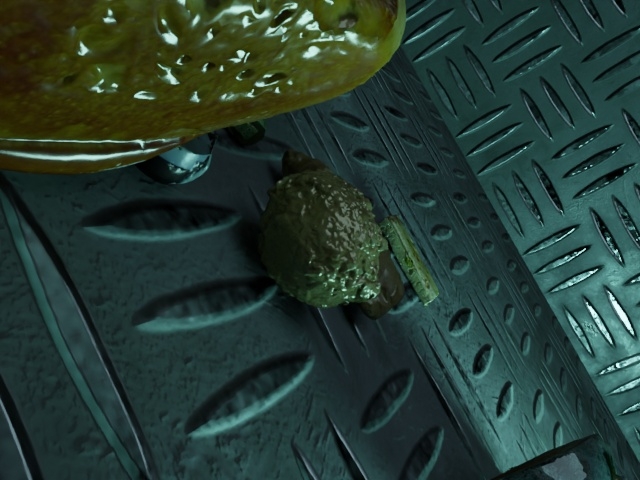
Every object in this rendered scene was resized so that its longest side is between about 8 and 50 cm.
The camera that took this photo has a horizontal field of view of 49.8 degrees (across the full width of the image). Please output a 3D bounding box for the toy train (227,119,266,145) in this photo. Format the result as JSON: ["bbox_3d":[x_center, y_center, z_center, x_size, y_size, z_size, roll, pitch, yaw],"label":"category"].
[{"bbox_3d":[-0.095,-0.175,0.809,0.071,0.038,0.148,48,22,-36],"label":"toy train"}]

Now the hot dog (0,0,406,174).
[{"bbox_3d":[-0.133,-0.161,0.410,0.405,0.223,0.185,-4,67,-53],"label":"hot dog"}]

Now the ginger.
[{"bbox_3d":[0.020,-0.011,0.801,0.213,0.074,0.137,59,10,-14],"label":"ginger"}]

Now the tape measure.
[{"bbox_3d":[-0.130,-0.089,0.578,0.091,0.054,0.094,50,19,-9],"label":"tape measure"}]

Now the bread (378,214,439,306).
[{"bbox_3d":[0.144,0.029,1.107,0.154,0.028,0.068,62,18,2],"label":"bread"}]

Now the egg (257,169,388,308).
[{"bbox_3d":[0.000,0.000,0.671,0.116,0.118,0.140,-32,103,-72],"label":"egg"}]

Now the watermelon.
[{"bbox_3d":[0.293,0.342,0.802,0.321,0.175,0.188,17,45,-61],"label":"watermelon"}]
